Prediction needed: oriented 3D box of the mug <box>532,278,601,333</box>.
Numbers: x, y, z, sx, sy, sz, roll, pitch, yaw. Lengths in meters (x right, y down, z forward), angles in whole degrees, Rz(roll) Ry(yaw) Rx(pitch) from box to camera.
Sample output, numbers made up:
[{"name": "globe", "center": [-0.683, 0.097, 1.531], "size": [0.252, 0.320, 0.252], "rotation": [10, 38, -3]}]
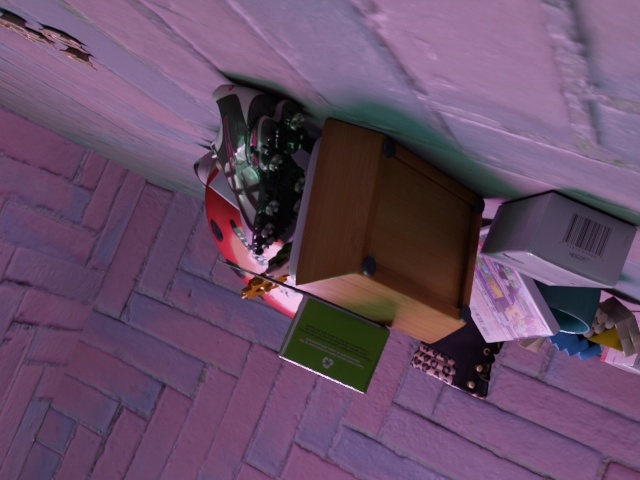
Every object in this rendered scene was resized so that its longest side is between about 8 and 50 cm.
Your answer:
[{"name": "mug", "center": [0.399, 0.089, 1.547], "size": [0.130, 0.097, 0.158], "rotation": [25, 165, -9]}]

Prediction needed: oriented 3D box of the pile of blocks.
[{"name": "pile of blocks", "center": [0.427, 0.127, 1.691], "size": [0.362, 0.149, 0.112], "rotation": [26, -165, -19]}]

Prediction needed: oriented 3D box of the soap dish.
[{"name": "soap dish", "center": [0.101, -0.006, 1.229], "size": [0.118, 0.228, 0.291], "rotation": [-4, 158, 43]}]

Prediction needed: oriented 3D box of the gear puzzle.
[{"name": "gear puzzle", "center": [0.000, 0.000, 1.451], "size": [0.175, 0.339, 0.044], "rotation": [-2, -120, -57]}]

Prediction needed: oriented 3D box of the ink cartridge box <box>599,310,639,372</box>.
[{"name": "ink cartridge box", "center": [0.631, 0.204, 1.811], "size": [0.067, 0.115, 0.198], "rotation": [23, 177, 2]}]

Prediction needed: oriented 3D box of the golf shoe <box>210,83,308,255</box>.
[{"name": "golf shoe", "center": [-0.087, -0.099, 1.264], "size": [0.120, 0.105, 0.272], "rotation": [31, 140, 23]}]

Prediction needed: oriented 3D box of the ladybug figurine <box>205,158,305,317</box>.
[{"name": "ladybug figurine", "center": [-0.060, 0.011, 1.757], "size": [0.305, 0.161, 0.449], "rotation": [-21, 124, 38]}]

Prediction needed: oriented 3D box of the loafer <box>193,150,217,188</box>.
[{"name": "loafer", "center": [-0.205, -0.137, 1.945], "size": [0.112, 0.112, 0.319], "rotation": [15, 179, -17]}]

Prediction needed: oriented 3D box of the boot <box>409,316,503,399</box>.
[{"name": "boot", "center": [0.398, 0.213, 2.013], "size": [0.378, 0.284, 0.138], "rotation": [22, 177, 18]}]

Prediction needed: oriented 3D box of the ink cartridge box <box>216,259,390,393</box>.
[{"name": "ink cartridge box", "center": [-0.038, 0.118, 1.318], "size": [0.255, 0.097, 0.189], "rotation": [22, 178, 2]}]

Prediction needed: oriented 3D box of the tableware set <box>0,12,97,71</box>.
[{"name": "tableware set", "center": [-0.429, -0.313, 1.432], "size": [0.169, 0.020, 0.141], "rotation": [22, 176, 12]}]

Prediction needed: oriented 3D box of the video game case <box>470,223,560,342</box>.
[{"name": "video game case", "center": [0.287, 0.074, 1.518], "size": [0.201, 0.023, 0.183], "rotation": [60, 153, -5]}]

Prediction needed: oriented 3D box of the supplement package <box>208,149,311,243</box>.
[{"name": "supplement package", "center": [-0.060, -0.081, 1.488], "size": [0.134, 0.139, 0.244], "rotation": [37, 179, 13]}]

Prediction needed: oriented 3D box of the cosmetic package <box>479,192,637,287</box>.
[{"name": "cosmetic package", "center": [0.295, 0.004, 1.173], "size": [0.117, 0.085, 0.231], "rotation": [23, 175, -2]}]
